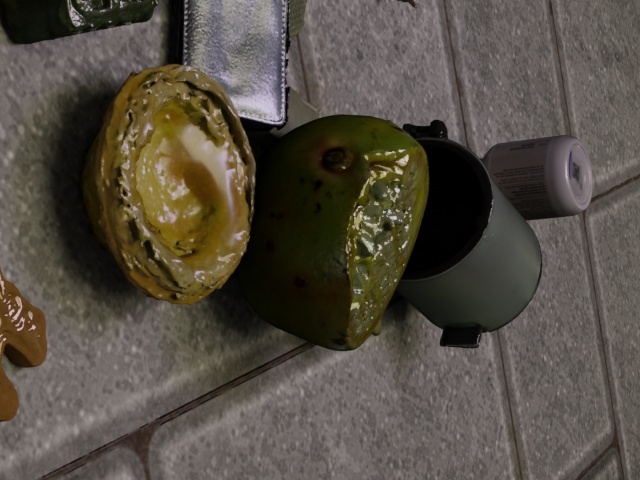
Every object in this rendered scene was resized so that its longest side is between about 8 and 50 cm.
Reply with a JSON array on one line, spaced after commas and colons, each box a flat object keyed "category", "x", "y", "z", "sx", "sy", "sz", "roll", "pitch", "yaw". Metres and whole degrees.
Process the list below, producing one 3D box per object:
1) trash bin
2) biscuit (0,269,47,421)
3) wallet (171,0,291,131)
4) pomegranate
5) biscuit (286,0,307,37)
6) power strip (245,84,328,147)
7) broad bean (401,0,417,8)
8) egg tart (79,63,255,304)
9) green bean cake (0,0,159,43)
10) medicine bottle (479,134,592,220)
[{"category": "trash bin", "x": 0.187, "y": -0.001, "z": 2.046, "sx": 0.262, "sy": 0.217, "sz": 0.277, "roll": 39, "pitch": 53, "yaw": -58}, {"category": "biscuit", "x": -0.351, "y": 0.068, "z": 1.363, "sx": 0.236, "sy": 0.040, "sz": 0.144, "roll": 60, "pitch": 33, "yaw": -38}, {"category": "wallet", "x": -0.113, "y": -0.251, "z": 1.747, "sx": 0.167, "sy": 0.036, "sz": 0.222, "roll": 7, "pitch": 78, "yaw": -35}, {"category": "pomegranate", "x": 0.000, "y": 0.000, "z": 1.799, "sx": 0.358, "sy": 0.216, "sz": 0.310, "roll": 94, "pitch": 18, "yaw": -55}, {"category": "biscuit", "x": -0.066, "y": -0.362, "z": 1.876, "sx": 0.150, "sy": 0.052, "sz": 0.252, "roll": 40, "pitch": 55, "yaw": -48}, {"category": "power strip", "x": -0.015, "y": -0.145, "z": 1.927, "sx": 0.286, "sy": 0.048, "sz": 0.080, "roll": 25, "pitch": 66, "yaw": -55}, {"category": "broad bean", "x": 0.113, "y": -0.516, "z": 2.193, "sx": 0.075, "sy": 0.067, "sz": 0.325, "roll": 11, "pitch": 76, "yaw": -26}, {"category": "egg tart", "x": -0.177, "y": -0.066, "z": 1.584, "sx": 0.288, "sy": 0.118, "sz": 0.288, "roll": 14, "pitch": 73, "yaw": -54}, {"category": "green bean cake", "x": -0.263, "y": -0.308, "z": 1.504, "sx": 0.181, "sy": 0.094, "sz": 0.173, "roll": -23, "pitch": 104, "yaw": -59}, {"category": "medicine bottle", "x": 0.332, "y": -0.099, "z": 2.326, "sx": 0.135, "sy": 0.215, "sz": 0.135, "roll": 15, "pitch": 72, "yaw": -57}]
